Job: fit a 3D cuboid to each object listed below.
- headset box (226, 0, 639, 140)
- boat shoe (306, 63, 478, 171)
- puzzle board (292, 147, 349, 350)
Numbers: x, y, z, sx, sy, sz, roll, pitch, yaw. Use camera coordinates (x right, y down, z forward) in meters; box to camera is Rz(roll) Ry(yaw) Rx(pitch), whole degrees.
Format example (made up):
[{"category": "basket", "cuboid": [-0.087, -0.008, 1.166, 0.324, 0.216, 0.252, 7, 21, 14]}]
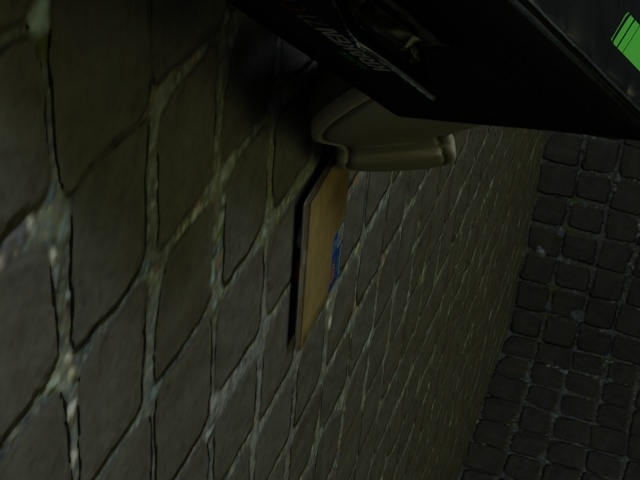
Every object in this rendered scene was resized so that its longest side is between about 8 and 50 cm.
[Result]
[{"category": "headset box", "cuboid": [0.047, -0.190, 0.431, 0.246, 0.131, 0.283, 27, 77, -52]}, {"category": "boat shoe", "cuboid": [0.045, -0.101, 0.717, 0.335, 0.112, 0.095, 114, -29, -86]}, {"category": "puzzle board", "cuboid": [0.000, 0.000, 0.886, 0.096, 0.011, 0.128, -62, 162, -51]}]
